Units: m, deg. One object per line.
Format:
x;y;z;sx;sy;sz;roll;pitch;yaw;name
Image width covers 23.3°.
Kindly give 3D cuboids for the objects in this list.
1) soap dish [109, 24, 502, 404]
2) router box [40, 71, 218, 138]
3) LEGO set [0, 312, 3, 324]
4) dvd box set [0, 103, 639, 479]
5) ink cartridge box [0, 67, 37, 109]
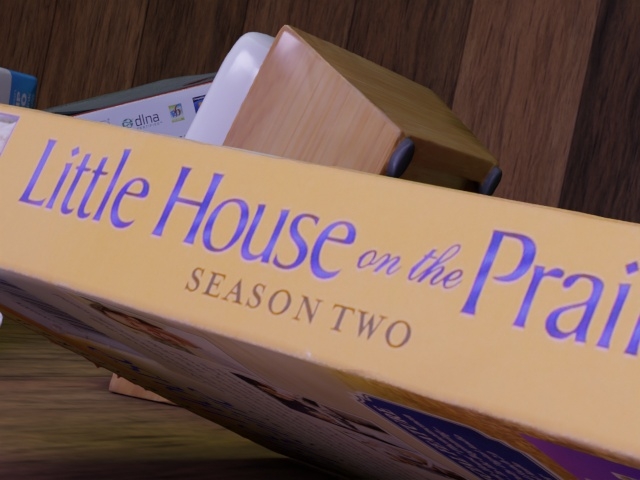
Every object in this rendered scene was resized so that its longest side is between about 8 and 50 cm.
0.000;0.000;0.979;0.118;0.229;0.291;30;8;18;soap dish
-0.231;-0.069;1.341;0.335;0.082;0.301;-17;10;-23;router box
-0.247;0.005;0.464;0.287;0.132;0.107;36;-15;-27;LEGO set
0.065;0.060;0.540;0.420;0.062;0.308;13;-16;41;dvd box set
-0.272;-0.030;0.796;0.171;0.168;0.233;12;3;6;ink cartridge box
